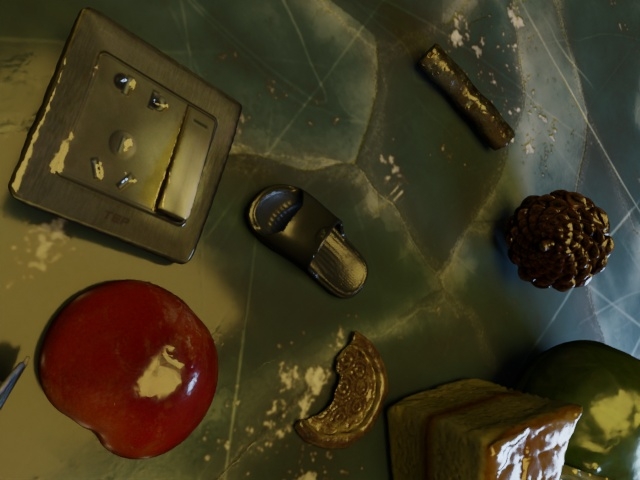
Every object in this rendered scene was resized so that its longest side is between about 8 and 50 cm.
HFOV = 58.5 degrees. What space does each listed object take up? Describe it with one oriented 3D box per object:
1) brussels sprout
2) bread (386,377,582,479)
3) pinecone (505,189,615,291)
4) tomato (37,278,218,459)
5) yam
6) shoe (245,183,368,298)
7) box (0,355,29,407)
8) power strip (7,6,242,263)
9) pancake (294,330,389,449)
[{"bbox_3d":[0.520,0.353,1.075,0.371,0.276,0.315,48,68,-20],"label":"brussels sprout"},{"bbox_3d":[0.262,0.444,0.942,0.244,0.233,0.362,-4,92,-33],"label":"bread"},{"bbox_3d":[0.469,-0.004,1.128,0.207,0.207,0.208,3,85,-31],"label":"pinecone"},{"bbox_3d":[-0.221,0.158,0.718,0.233,0.139,0.200,45,59,-20],"label":"tomato"},{"bbox_3d":[0.283,-0.276,1.109,0.253,0.061,0.061,40,67,-22],"label":"yam"},{"bbox_3d":[0.000,0.000,0.893,0.241,0.093,0.108,42,68,-23],"label":"shoe"},{"bbox_3d":[-0.438,0.190,0.515,0.206,0.291,0.262,30,74,-15],"label":"box"},{"bbox_3d":[-0.246,-0.124,0.753,0.251,0.092,0.257,26,72,-36],"label":"power strip"},{"bbox_3d":[0.040,0.245,0.939,0.184,0.020,0.191,3,84,-30],"label":"pancake"}]
